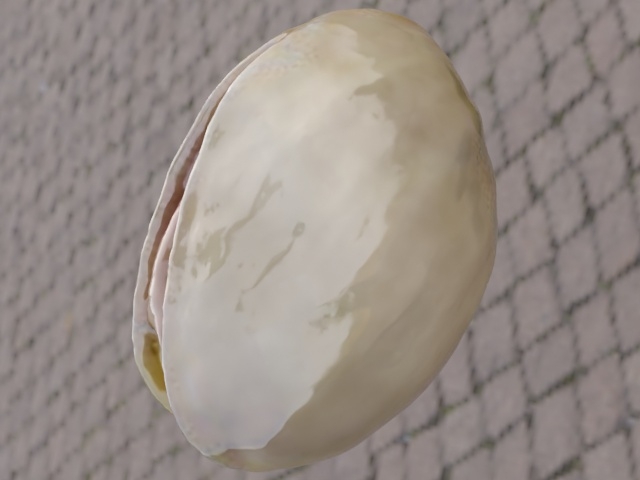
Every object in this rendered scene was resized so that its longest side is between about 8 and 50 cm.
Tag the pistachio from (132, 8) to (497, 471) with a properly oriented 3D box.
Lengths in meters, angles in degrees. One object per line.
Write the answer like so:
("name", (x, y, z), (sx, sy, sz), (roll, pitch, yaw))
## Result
("pistachio", (0.000, 0.000, 1.288), (0.309, 0.230, 0.230), (-58, 28, 0))
